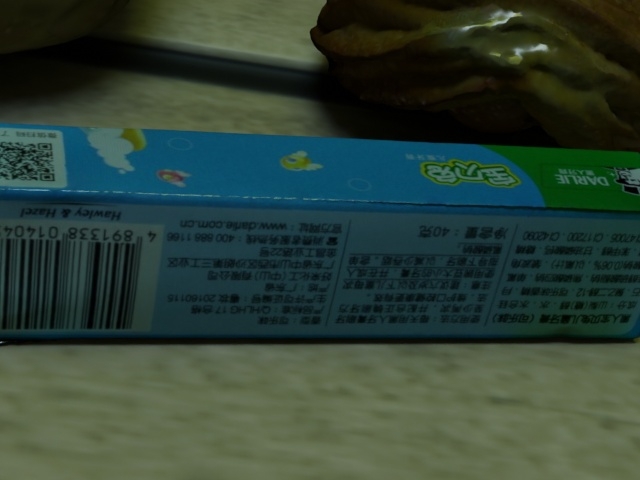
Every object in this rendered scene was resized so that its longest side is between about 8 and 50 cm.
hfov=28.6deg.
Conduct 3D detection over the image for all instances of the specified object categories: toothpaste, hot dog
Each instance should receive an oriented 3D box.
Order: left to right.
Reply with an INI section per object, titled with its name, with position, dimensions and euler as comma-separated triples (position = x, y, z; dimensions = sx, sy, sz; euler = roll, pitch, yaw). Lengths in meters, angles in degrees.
[toothpaste]
position = 0.000, 0.000, 0.463
dimensions = 0.266, 0.065, 0.050
euler = 1, 32, -16
[hot dog]
position = 0.102, -0.123, 0.625
dimensions = 0.196, 0.122, 0.272
euler = 15, 38, 6

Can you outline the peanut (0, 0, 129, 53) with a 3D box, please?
[peanut]
position = -0.183, -0.142, 0.535
dimensions = 0.340, 0.158, 0.174
euler = -33, 84, -42
